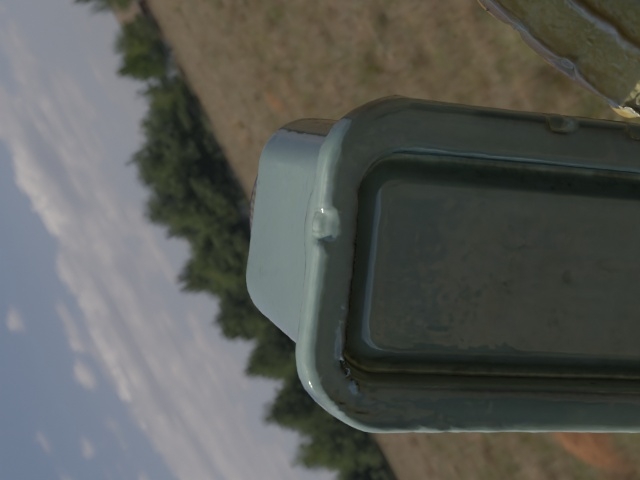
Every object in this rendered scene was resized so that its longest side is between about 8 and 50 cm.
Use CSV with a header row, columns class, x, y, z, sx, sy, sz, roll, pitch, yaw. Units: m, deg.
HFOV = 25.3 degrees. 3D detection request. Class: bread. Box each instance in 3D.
class,x,y,z,sx,sy,sz,roll,pitch,yaw
bread,0.224,-0.224,1.319,0.239,0.111,0.246,36,-167,-3

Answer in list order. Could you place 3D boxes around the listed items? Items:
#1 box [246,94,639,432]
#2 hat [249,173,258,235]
class,x,y,z,sx,sy,sz,roll,pitch,yaw
box,0.108,0.008,0.855,0.182,0.312,0.175,-158,73,-66
hat,0.000,0.000,1.209,0.082,0.193,0.193,-25,-95,-57
